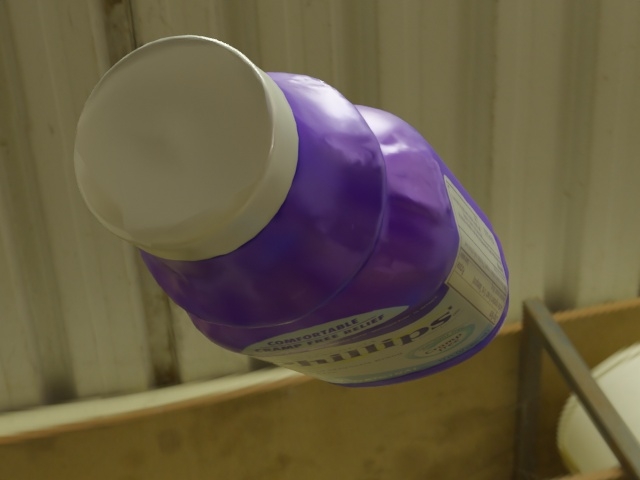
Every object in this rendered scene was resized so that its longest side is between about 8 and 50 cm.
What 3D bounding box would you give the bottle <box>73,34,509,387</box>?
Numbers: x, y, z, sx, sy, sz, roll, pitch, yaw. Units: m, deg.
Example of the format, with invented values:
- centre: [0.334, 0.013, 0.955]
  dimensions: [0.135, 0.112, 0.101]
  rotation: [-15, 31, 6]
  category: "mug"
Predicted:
- centre: [0.000, 0.000, 0.468]
  dimensions: [0.118, 0.092, 0.283]
  rotation: [-17, -17, 14]
  category: "bottle"
